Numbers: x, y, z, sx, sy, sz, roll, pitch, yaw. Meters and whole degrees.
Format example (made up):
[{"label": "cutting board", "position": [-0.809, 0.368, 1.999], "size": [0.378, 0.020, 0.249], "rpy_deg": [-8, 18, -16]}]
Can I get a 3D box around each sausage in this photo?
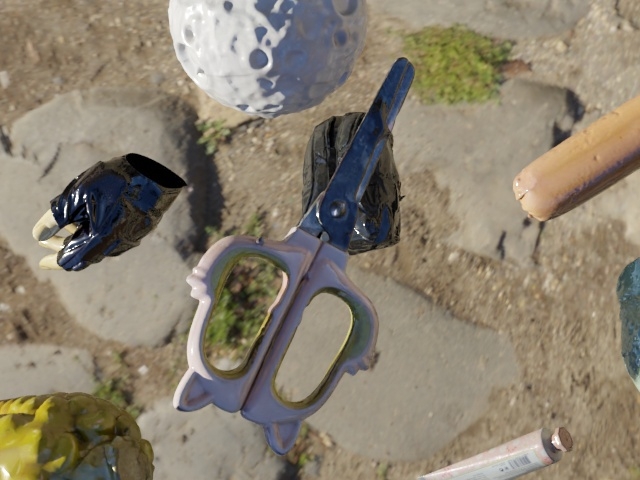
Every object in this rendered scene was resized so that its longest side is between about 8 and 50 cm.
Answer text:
[{"label": "sausage", "position": [0.384, -0.123, 1.411], "size": [0.289, 0.086, 0.086], "rpy_deg": [-34, 94, 6]}]

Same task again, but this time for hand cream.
[{"label": "hand cream", "position": [0.221, 0.281, 1.348], "size": [0.209, 0.043, 0.067], "rpy_deg": [-31, 120, 35]}]

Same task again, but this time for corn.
[{"label": "corn", "position": [-0.252, 0.177, 0.719], "size": [0.363, 0.120, 0.120], "rpy_deg": [-19, 100, 31]}]

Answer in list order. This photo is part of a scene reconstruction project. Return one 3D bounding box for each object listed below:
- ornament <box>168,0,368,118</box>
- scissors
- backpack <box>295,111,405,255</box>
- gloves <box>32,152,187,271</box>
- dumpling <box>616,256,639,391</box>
[{"label": "ornament", "position": [-0.096, -0.367, 1.818], "size": [0.337, 0.337, 0.337], "rpy_deg": [6, 109, 17]}, {"label": "scissors", "position": [0.000, 0.000, 0.818], "size": [0.160, 0.024, 0.317], "rpy_deg": [28, 82, -18]}, {"label": "backpack", "position": [0.039, -0.061, 1.240], "size": [0.120, 0.106, 0.165], "rpy_deg": [-5, 66, 33]}, {"label": "gloves", "position": [-0.293, -0.026, 1.431], "size": [0.203, 0.164, 0.124], "rpy_deg": [-50, 60, 16]}, {"label": "dumpling", "position": [0.393, 0.115, 1.162], "size": [0.152, 0.108, 0.219], "rpy_deg": [-35, 75, 46]}]
